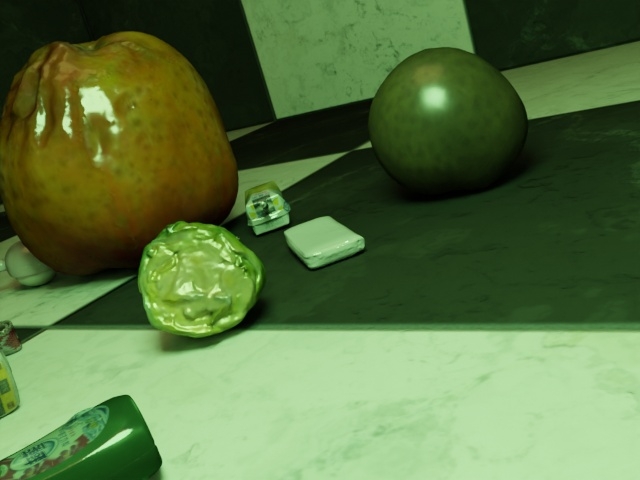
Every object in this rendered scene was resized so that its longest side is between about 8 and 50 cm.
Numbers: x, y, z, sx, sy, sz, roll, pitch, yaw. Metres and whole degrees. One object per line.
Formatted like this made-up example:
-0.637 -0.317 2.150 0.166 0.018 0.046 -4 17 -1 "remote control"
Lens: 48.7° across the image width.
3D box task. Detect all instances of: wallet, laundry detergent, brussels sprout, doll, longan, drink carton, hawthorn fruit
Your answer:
0.000 0.000 1.097 0.095 0.033 0.190 -19 17 -12 "wallet"
-0.246 0.205 0.596 0.210 0.063 0.137 -25 15 -19 "laundry detergent"
-0.150 0.055 0.900 0.149 0.151 0.122 -43 -12 -3 "brussels sprout"
-0.667 0.076 1.412 0.365 0.094 0.160 -23 14 -20 "doll"
0.209 -0.194 1.187 0.257 0.258 0.258 -15 16 4 "longan"
-0.100 -0.058 1.319 0.084 0.075 0.200 -18 17 -1 "drink carton"
-0.400 -0.165 1.349 0.471 0.472 0.472 -15 16 4 "hawthorn fruit"

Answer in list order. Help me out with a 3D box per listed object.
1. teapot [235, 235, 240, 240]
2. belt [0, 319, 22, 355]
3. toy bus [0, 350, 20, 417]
-0.170 0.037 1.080 0.121 0.076 0.068 -49 34 -11 "teapot"
-0.554 0.179 1.015 0.232 0.053 0.071 -25 17 -25 "belt"
-0.498 0.132 0.917 0.138 0.097 0.342 -24 30 -26 "toy bus"
